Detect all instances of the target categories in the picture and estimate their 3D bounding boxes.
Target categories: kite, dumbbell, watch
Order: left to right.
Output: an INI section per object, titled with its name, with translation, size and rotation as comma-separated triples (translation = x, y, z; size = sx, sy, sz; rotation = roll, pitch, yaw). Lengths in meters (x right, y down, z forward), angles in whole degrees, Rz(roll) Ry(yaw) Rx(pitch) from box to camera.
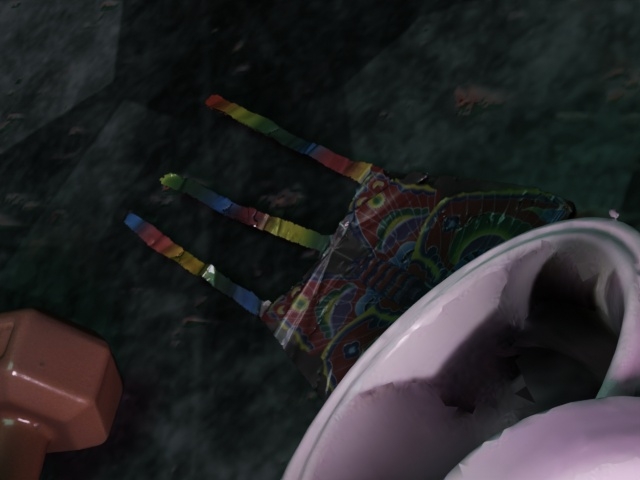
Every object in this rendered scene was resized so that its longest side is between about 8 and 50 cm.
[dumbbell]
translation = -0.167, 0.146, 0.987
size = 0.092, 0.082, 0.231
rotation = -11, 52, 36
[kite]
translation = 0.000, 0.000, 1.020
size = 0.152, 0.015, 0.285
rotation = -51, 43, -10
[watch]
translation = 0.115, 0.099, 0.751
size = 0.244, 0.196, 0.231
rotation = -46, 19, -1
